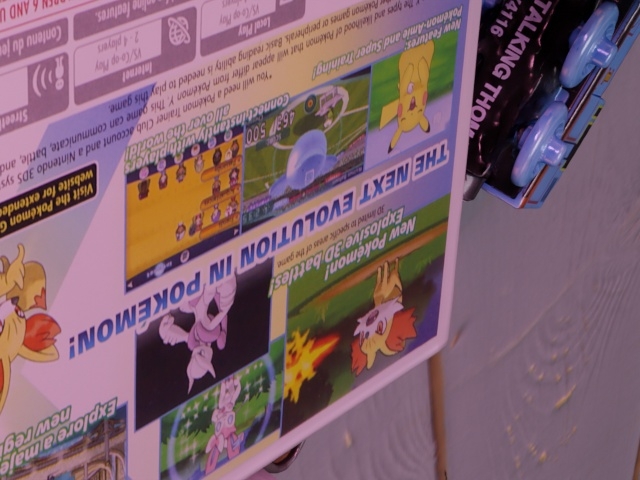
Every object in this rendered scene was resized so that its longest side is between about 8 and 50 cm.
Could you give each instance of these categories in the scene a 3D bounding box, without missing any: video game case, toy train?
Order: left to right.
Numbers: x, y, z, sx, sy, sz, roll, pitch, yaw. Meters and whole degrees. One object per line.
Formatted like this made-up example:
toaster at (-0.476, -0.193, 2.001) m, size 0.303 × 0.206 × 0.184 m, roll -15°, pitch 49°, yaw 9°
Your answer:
video game case at (-0.052, -0.040, 0.544) m, size 0.329 × 0.036 × 0.300 m, roll -28°, pitch 131°, yaw -46°
toy train at (0.106, -0.099, 0.816) m, size 0.184 × 0.080 × 0.105 m, roll -61°, pitch 165°, yaw 10°

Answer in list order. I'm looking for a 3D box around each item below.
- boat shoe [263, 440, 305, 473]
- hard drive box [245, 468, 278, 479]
boat shoe at (-0.001, 0.001, 0.744) m, size 0.080 × 0.073 × 0.223 m, roll -22°, pitch 142°, yaw -52°
hard drive box at (-0.062, 0.178, 0.672) m, size 0.089 × 0.232 × 0.181 m, roll -8°, pitch 129°, yaw -60°
